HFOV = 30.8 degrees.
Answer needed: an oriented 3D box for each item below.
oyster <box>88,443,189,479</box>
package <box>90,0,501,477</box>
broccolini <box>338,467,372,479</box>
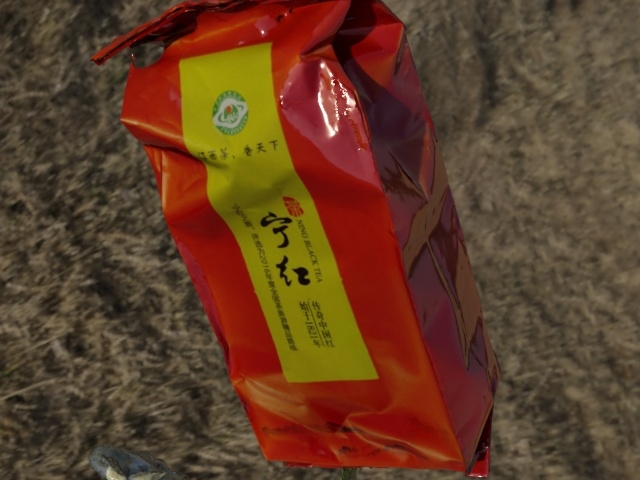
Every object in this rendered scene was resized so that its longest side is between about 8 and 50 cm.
[{"bbox_3d":[-0.187,0.245,1.198,0.061,0.200,0.106,38,57,16],"label":"oyster"},{"bbox_3d":[0.000,0.001,0.841,0.123,0.196,0.423,-62,139,-48],"label":"package"},{"bbox_3d":[0.018,0.230,1.082,0.058,0.254,0.071,-6,52,-7],"label":"broccolini"}]
